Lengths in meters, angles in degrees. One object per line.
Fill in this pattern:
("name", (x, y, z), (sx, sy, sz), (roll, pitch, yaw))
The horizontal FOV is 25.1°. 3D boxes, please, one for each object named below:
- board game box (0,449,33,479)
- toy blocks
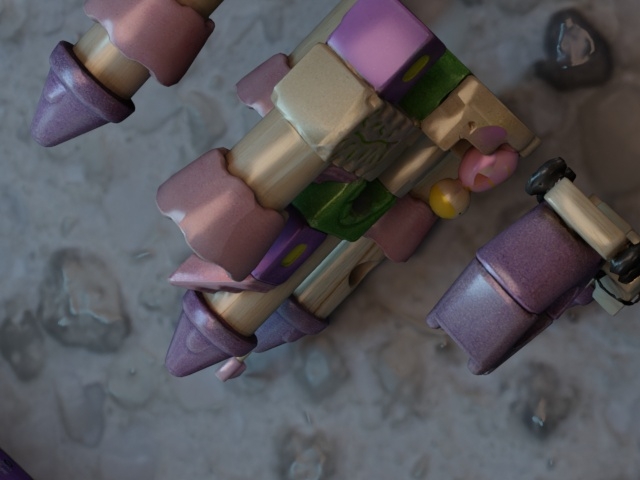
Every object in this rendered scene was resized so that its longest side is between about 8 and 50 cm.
("board game box", (-0.249, 0.184, 0.953), (0.347, 0.208, 0.056), (37, 101, 23))
("toy blocks", (0.000, 0.000, 0.831), (0.260, 0.288, 0.309), (-45, 72, 8))
